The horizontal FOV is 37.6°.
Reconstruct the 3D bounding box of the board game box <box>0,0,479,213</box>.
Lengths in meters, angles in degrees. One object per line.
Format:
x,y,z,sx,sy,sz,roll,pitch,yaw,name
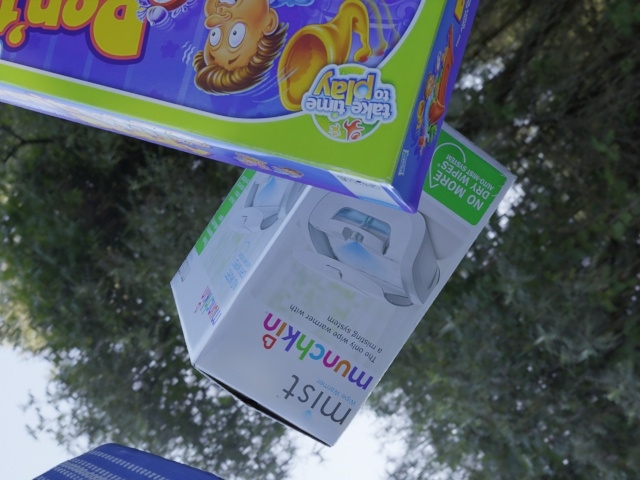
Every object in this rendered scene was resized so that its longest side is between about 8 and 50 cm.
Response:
-0.084,-0.173,0.504,0.347,0.233,0.078,16,176,16,board game box

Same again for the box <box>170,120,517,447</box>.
0.000,0.000,0.744,0.127,0.231,0.262,34,-178,-16,box

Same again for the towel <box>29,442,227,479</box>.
-0.198,0.199,0.421,0.336,0.243,0.040,-28,-78,-31,towel
